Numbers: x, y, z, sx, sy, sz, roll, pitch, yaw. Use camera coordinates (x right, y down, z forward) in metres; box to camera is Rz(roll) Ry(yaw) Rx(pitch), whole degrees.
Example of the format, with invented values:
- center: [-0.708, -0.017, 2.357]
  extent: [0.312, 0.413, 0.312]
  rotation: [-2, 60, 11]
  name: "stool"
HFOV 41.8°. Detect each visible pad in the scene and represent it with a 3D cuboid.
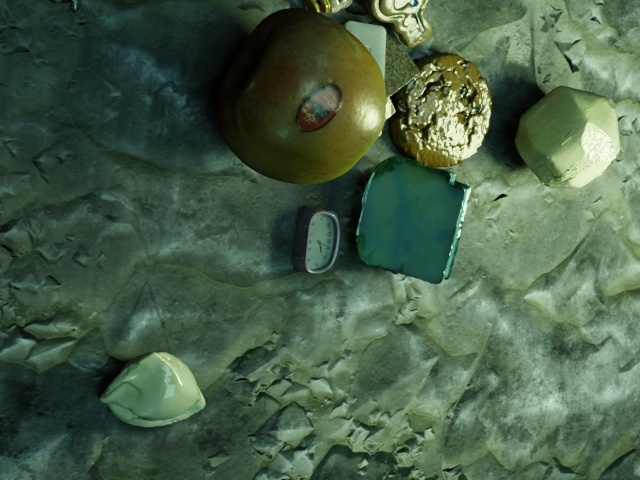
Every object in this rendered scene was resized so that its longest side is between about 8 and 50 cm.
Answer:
- center: [0.097, -0.375, 1.858]
  extent: [0.235, 0.003, 0.158]
  rotation: [-39, 99, -19]
  name: "pad"

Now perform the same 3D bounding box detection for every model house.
- center: [0.233, -0.060, 1.981]
  extent: [0.241, 0.226, 0.261]
  rotation: [-15, 120, -69]
  name: "model house"

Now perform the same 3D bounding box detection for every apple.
- center: [-0.027, -0.267, 1.640]
  extent: [0.305, 0.338, 0.338]
  rotation: [29, 86, -26]
  name: "apple"

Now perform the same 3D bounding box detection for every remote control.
- center: [0.089, -0.351, 1.831]
  extent: [0.103, 0.034, 0.250]
  rotation: [3, 86, -20]
  name: "remote control"

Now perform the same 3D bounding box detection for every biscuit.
- center: [0.175, -0.538, 1.794]
  extent: [0.183, 0.047, 0.320]
  rotation: [-37, 141, -11]
  name: "biscuit"
- center: [0.296, -0.307, 1.998]
  extent: [0.296, 0.075, 0.296]
  rotation: [-9, 107, -31]
  name: "biscuit"

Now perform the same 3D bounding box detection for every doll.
- center: [0.036, -0.519, 1.764]
  extent: [0.127, 0.084, 0.073]
  rotation: [-34, 120, -13]
  name: "doll"

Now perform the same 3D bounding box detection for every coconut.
- center: [0.638, -0.262, 2.111]
  extent: [0.247, 0.245, 0.245]
  rotation: [-38, 129, 25]
  name: "coconut"

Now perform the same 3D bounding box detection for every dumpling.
- center: [-0.348, 0.319, 1.734]
  extent: [0.179, 0.131, 0.252]
  rotation: [-35, 143, 1]
  name: "dumpling"

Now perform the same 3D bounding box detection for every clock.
- center: [0.000, 0.000, 1.901]
  extent: [0.110, 0.050, 0.153]
  rotation: [-1, 103, -33]
  name: "clock"

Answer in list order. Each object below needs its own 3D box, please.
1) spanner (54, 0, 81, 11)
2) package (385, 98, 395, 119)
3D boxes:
- center: [-0.390, -0.516, 1.530]
  extent: [0.254, 0.015, 0.054]
  rotation: [-51, 125, -11]
  name: "spanner"
- center: [0.111, -0.321, 1.888]
  extent: [0.071, 0.047, 0.131]
  rotation: [-43, 121, -20]
  name: "package"
